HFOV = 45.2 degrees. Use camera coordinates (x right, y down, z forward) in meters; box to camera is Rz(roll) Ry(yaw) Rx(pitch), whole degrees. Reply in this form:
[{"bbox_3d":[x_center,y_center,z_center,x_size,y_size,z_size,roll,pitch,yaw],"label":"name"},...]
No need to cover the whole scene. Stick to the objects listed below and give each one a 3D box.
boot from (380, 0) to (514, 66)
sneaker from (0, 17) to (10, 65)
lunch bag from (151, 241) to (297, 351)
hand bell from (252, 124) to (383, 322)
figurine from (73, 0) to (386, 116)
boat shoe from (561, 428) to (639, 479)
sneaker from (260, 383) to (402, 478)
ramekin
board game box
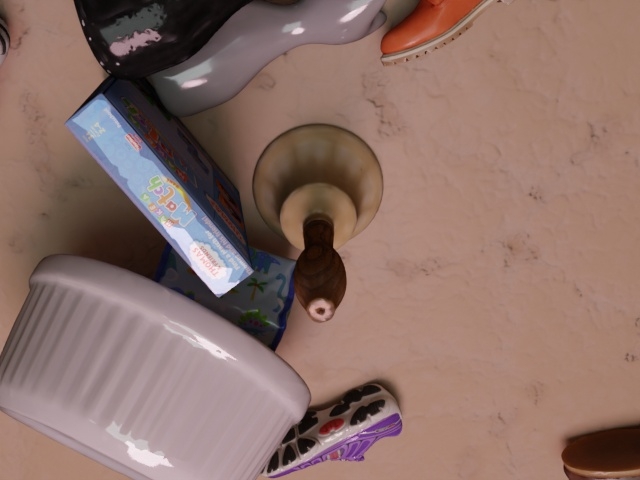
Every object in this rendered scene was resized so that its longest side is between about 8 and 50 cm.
[{"bbox_3d":[0.103,-0.212,0.638,0.158,0.059,0.085,-36,107,6],"label":"boot"},{"bbox_3d":[-0.413,-0.143,0.637,0.281,0.106,0.162,16,117,-8],"label":"sneaker"},{"bbox_3d":[-0.097,0.064,0.736,0.128,0.096,0.151,20,143,-3],"label":"lunch bag"},{"bbox_3d":[0.000,0.000,0.629,0.126,0.242,0.126,-1,115,-1],"label":"hand bell"},{"bbox_3d":[-0.046,-0.175,0.583,0.209,0.215,0.092,-16,86,6],"label":"figurine"},{"bbox_3d":[0.370,0.245,0.838,0.207,0.073,0.073,-10,113,4],"label":"boat shoe"},{"bbox_3d":[0.011,0.222,0.830,0.170,0.068,0.071,-24,118,10],"label":"sneaker"},{"bbox_3d":[-0.156,0.135,0.672,0.273,0.273,0.127,33,67,-15],"label":"ramekin"},{"bbox_3d":[-0.121,-0.060,0.615,0.039,0.211,0.160,-37,110,4],"label":"board game box"}]
